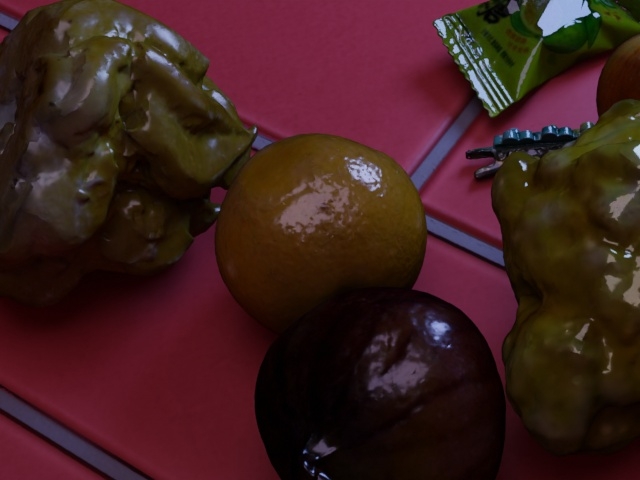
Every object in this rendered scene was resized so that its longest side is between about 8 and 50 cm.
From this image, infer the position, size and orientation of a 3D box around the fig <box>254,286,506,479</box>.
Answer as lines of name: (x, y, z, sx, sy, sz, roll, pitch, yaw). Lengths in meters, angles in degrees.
fig: (0.050, 0.152, 1.388, 0.214, 0.235, 0.235, 3, 47, -31)

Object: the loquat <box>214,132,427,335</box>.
loquat: (0.000, 0.000, 1.524, 0.208, 0.208, 0.208, -5, 54, 6)

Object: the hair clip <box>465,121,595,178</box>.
hair clip: (0.239, -0.102, 1.653, 0.172, 0.049, 0.049, -9, 54, 5)

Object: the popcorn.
popcorn: (0.324, 0.039, 1.389, 0.334, 0.294, 0.292, -5, 33, 10)

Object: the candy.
candy: (0.253, -0.240, 1.735, 0.246, 0.069, 0.149, -26, 60, -15)

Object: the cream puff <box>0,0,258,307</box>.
cream puff: (-0.226, -0.077, 1.609, 0.324, 0.257, 0.291, -68, 25, 6)

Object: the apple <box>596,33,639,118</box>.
apple: (0.394, -0.123, 1.554, 0.235, 0.173, 0.210, 11, 20, 35)
